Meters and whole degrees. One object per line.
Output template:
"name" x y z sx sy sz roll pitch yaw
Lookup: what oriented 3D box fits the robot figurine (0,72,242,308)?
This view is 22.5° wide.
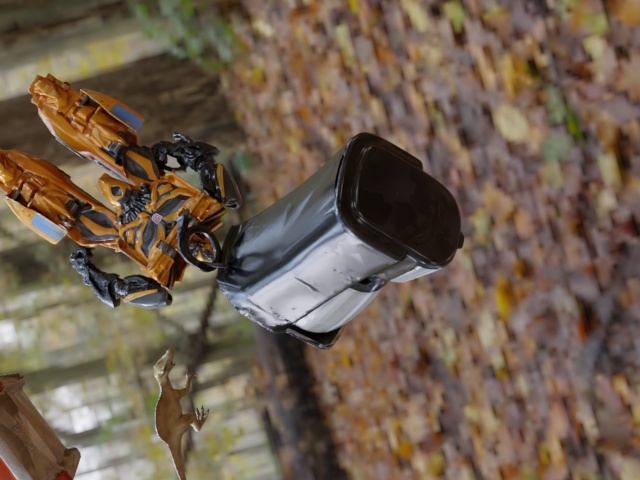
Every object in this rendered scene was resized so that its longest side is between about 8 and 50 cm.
"robot figurine" -0.233 -0.055 1.786 0.291 0.211 0.085 32 175 21

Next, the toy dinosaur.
"toy dinosaur" -0.168 0.206 1.835 0.092 0.053 0.183 -39 -58 -69

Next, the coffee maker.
"coffee maker" 0.000 0.000 1.319 0.178 0.171 0.120 -38 53 47

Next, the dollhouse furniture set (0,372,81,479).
"dollhouse furniture set" -0.300 0.201 1.109 0.262 0.259 0.135 54 -175 -2
